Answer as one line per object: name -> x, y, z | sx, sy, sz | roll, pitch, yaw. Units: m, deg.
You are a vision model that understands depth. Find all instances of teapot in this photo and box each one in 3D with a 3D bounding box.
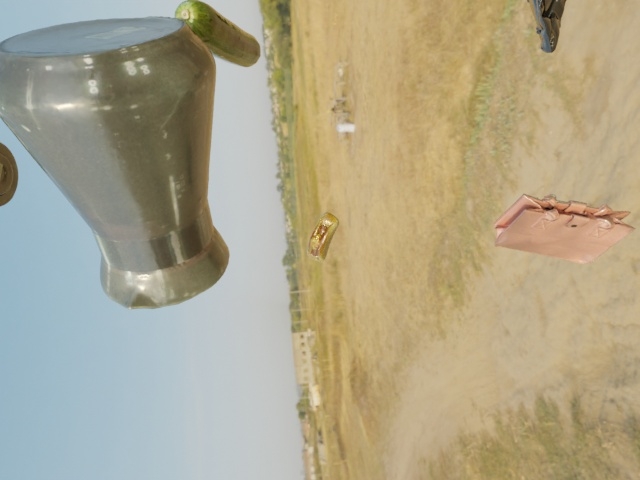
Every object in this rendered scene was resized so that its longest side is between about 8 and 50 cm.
teapot -> -0.247, -0.112, 0.633 | 0.300, 0.253, 0.344 | -81, -9, -54
teapot -> -0.566, -0.123, 0.718 | 0.111, 0.108, 0.149 | -87, -3, -51

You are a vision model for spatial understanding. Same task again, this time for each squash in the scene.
squash -> -0.161, -0.332, 0.748 | 0.229, 0.066, 0.066 | -28, -65, -71

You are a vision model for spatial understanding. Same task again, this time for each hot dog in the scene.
hot dog -> 0.000, 0.000, 0.698 | 0.034, 0.030, 0.090 | -43, -22, -54

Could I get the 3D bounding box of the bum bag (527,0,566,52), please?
bum bag -> 0.370, -0.424, 0.752 | 0.123, 0.059, 0.248 | 59, -148, -47

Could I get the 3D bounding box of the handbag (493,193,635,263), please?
handbag -> 0.469, -0.022, 0.898 | 0.157, 0.212, 0.059 | 105, 174, -64
